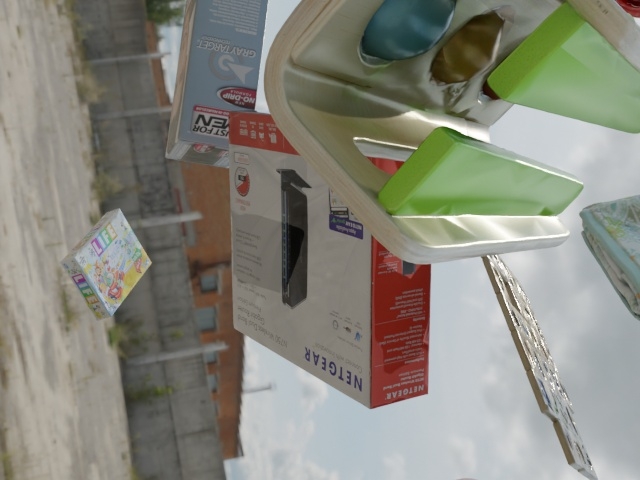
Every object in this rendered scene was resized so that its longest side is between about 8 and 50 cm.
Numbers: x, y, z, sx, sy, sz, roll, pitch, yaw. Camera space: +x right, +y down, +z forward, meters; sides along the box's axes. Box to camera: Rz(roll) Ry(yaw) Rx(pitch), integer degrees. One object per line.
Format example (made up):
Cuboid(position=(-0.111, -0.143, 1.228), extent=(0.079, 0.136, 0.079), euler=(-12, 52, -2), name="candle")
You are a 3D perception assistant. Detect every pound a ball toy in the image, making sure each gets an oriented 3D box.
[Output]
Cuboid(position=(0.134, -0.109, 0.436), extent=(0.208, 0.319, 0.135), euler=(-47, -110, 23), name="pound a ball toy")

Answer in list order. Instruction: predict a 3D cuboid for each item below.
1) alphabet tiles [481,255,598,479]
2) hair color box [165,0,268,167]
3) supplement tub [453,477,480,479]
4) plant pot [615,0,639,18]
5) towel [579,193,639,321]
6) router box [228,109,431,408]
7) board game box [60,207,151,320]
Cuboid(position=(0.217, 0.117, 0.818), extent=(0.198, 0.009, 0.237), euler=(40, 30, -55), name="alphabet tiles")
Cuboid(position=(-0.159, -0.316, 1.300), extent=(0.185, 0.114, 0.374), euler=(169, -72, -74), name="hair color box")
Cuboid(position=(0.141, 0.317, 0.884), extent=(0.106, 0.198, 0.106), euler=(-3, -95, 40), name="supplement tub")
Cuboid(position=(0.433, -0.351, 0.918), extent=(0.191, 0.174, 0.191), euler=(173, -90, -80), name="plant pot")
Cuboid(position=(0.726, 0.019, 1.646), extent=(0.374, 0.321, 0.090), euler=(-98, 179, -56), name="towel")
Cuboid(position=(0.000, 0.000, 0.984), extent=(0.335, 0.082, 0.301), euler=(17, -70, 57), name="router box")
Cuboid(position=(-0.313, 0.033, 1.212), extent=(0.103, 0.026, 0.154), euler=(63, 23, -22), name="board game box")
